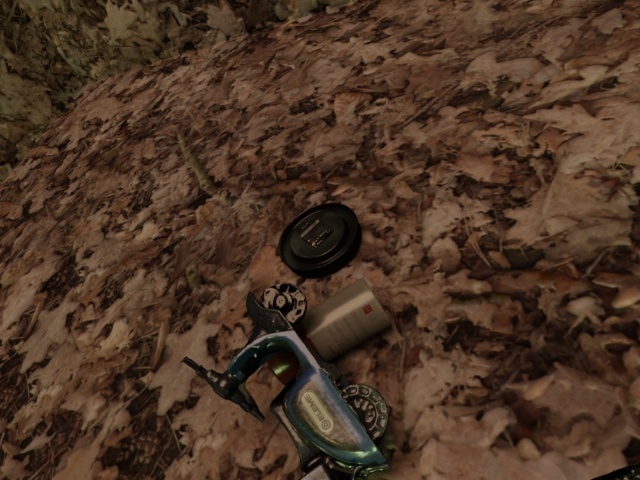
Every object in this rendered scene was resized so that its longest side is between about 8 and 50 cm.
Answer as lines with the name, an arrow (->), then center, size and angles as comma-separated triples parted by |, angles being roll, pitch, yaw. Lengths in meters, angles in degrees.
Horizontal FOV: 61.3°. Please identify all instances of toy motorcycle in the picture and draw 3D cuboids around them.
toy motorcycle -> -0.043, 0.233, 0.811 | 0.213, 0.125, 0.358 | -35, 65, -8

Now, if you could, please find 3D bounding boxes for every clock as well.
clock -> 0.000, 0.000, 1.143 | 0.185, 0.040, 0.184 | -16, 45, 17

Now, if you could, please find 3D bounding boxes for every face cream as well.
face cream -> 0.009, 0.159, 0.944 | 0.214, 0.096, 0.096 | -31, 41, 2

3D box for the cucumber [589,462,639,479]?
cucumber -> 0.300, 0.323, 0.650 | 0.257, 0.043, 0.044 | -26, 47, 6
